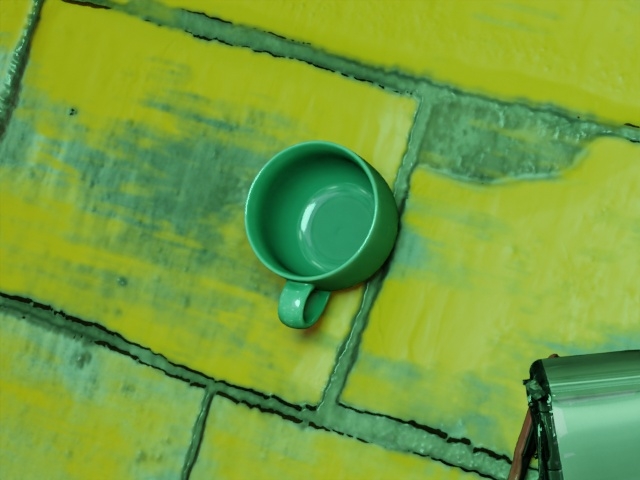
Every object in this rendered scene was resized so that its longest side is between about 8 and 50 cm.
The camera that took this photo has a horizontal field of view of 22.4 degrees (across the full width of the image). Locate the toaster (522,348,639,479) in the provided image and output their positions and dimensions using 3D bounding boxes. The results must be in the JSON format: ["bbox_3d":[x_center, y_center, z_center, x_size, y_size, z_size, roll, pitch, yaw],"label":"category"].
[{"bbox_3d":[0.227,0.177,1.290,0.110,0.185,0.168,-9,91,6],"label":"toaster"}]

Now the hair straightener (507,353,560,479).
[{"bbox_3d":[0.200,0.219,1.396,0.089,0.047,0.230,20,86,23],"label":"hair straightener"}]

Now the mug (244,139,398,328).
[{"bbox_3d":[-0.003,-0.009,1.490,0.158,0.097,0.129,-46,69,7],"label":"mug"}]
